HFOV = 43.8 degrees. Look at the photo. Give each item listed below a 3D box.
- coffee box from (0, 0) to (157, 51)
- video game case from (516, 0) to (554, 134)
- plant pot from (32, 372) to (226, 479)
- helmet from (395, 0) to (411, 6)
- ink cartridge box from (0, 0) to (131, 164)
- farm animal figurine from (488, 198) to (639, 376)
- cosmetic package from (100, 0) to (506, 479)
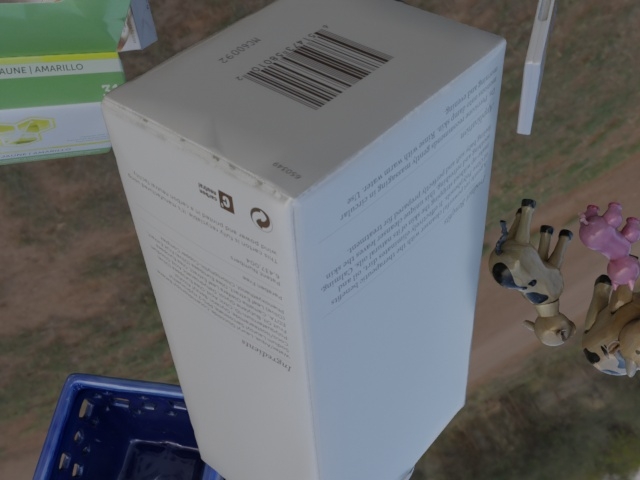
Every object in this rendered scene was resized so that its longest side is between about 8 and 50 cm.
[{"bbox_3d":[-0.434,-0.398,1.413,0.247,0.141,0.098,-6,-155,11],"label":"coffee box"},{"bbox_3d":[0.351,-0.338,1.251,0.025,0.285,0.204,12,161,15],"label":"video game case"},{"bbox_3d":[-0.242,0.330,1.106,0.236,0.235,0.212,7,158,7],"label":"plant pot"},{"bbox_3d":[0.137,-0.429,1.672,0.170,0.161,0.169,-16,-159,6],"label":"helmet"},{"bbox_3d":[-0.234,-0.123,0.615,0.171,0.056,0.235,-10,170,-26],"label":"ink cartridge box"},{"bbox_3d":[0.390,0.099,1.037,0.172,0.331,0.326,-69,155,-18],"label":"farm animal figurine"},{"bbox_3d":[0.004,0.036,0.564,0.197,0.155,0.365,-39,144,-33],"label":"cosmetic package"}]
